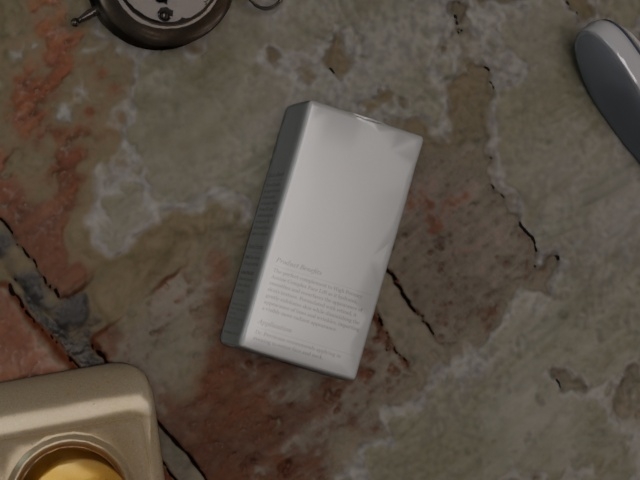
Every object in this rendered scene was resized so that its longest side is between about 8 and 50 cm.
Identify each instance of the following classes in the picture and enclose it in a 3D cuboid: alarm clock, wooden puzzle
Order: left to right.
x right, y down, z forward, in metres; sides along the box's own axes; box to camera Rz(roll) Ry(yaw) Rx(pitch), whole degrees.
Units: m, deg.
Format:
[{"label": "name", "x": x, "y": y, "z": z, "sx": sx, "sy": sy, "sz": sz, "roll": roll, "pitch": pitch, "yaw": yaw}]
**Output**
[{"label": "wooden puzzle", "x": -0.278, "y": 0.301, "z": 1.452, "sx": 0.322, "sy": 0.080, "sz": 0.347, "roll": -9, "pitch": 94, "yaw": -16}, {"label": "alarm clock", "x": -0.121, "y": -0.234, "z": 1.499, "sx": 0.192, "sy": 0.064, "sz": 0.129, "roll": 4, "pitch": 90, "yaw": -20}]

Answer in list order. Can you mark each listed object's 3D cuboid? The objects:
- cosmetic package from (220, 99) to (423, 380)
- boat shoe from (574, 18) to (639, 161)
[{"label": "cosmetic package", "x": 0.000, "y": 0.000, "z": 1.527, "sx": 0.117, "sy": 0.085, "sz": 0.231, "roll": 18, "pitch": 84, "yaw": -16}, {"label": "boat shoe", "x": 0.340, "y": -0.120, "z": 1.628, "sx": 0.084, "sy": 0.095, "sz": 0.258, "roll": -43, "pitch": 113, "yaw": -15}]
